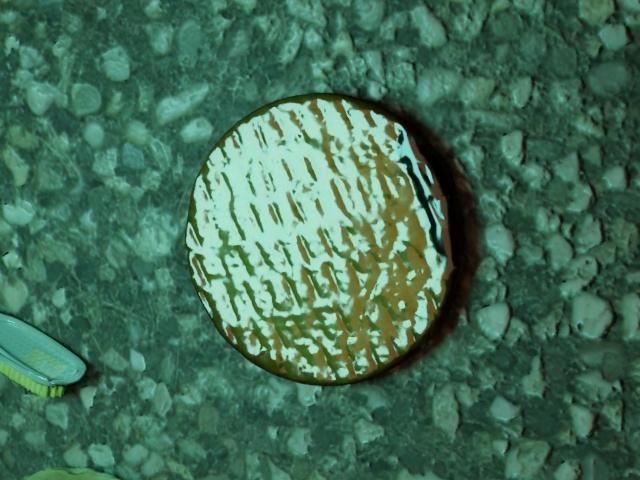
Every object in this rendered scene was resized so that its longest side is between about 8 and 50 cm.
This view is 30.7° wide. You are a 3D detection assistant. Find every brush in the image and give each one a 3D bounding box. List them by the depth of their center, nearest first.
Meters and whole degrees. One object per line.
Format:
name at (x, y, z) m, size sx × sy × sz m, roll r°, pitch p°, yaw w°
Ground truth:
brush at (-0.405, 0.111, 1.402) m, size 0.297 × 0.068 × 0.060 m, roll 31°, pitch 125°, yaw 19°

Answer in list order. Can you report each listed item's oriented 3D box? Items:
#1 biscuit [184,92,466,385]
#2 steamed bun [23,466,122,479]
biscuit at (0.000, 0.000, 1.255) m, size 0.318 × 0.040 × 0.318 m, roll 1°, pitch 93°, yaw 19°
steamed bun at (-0.294, 0.362, 1.334) m, size 0.141 × 0.172 × 0.155 m, roll 14°, pitch 117°, yaw 28°
